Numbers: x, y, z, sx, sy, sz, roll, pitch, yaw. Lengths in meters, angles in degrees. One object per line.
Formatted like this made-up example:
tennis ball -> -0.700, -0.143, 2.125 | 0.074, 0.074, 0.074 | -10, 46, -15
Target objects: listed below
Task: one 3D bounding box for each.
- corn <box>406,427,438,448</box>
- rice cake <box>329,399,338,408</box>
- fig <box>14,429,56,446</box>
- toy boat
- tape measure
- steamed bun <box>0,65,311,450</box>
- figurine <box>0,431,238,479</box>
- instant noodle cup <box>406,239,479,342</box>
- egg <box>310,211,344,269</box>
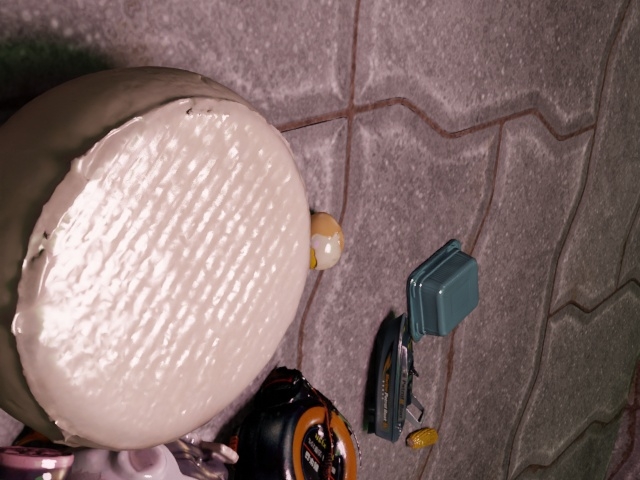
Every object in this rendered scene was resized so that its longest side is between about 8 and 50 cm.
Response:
corn -> 0.213, 0.411, 1.729 | 0.092, 0.037, 0.037 | -1, 107, -50
rice cake -> -0.033, 0.386, 1.382 | 0.049, 0.055, 0.269 | 16, 94, -39
fig -> -0.311, 0.216, 0.949 | 0.083, 0.050, 0.050 | -31, 132, -16
toy boat -> 0.142, 0.246, 1.507 | 0.093, 0.103, 0.246 | -43, 137, -69
tape measure -> -0.038, 0.328, 1.240 | 0.202, 0.135, 0.223 | 55, 34, -30
steamed bun -> -0.194, 0.009, 0.827 | 0.374, 0.241, 0.374 | -21, 119, -42
figurine -> -0.264, 0.329, 0.917 | 0.361, 0.253, 0.211 | 9, 62, -57
instant noodle cup -> 0.241, 0.101, 1.591 | 0.179, 0.070, 0.157 | -35, 130, -37
egg -> 0.000, 0.000, 1.224 | 0.071, 0.071, 0.083 | -15, 115, -49
